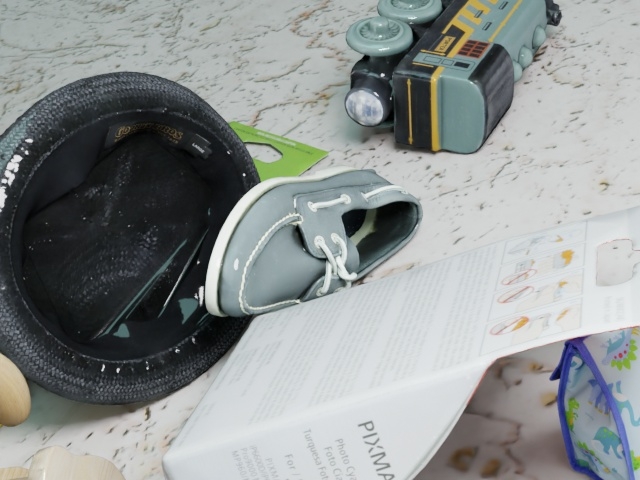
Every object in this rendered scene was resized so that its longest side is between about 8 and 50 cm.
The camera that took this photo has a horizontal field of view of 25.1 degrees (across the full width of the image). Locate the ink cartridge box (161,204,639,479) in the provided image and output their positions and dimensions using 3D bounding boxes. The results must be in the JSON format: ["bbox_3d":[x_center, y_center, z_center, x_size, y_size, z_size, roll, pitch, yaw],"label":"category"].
[{"bbox_3d":[0.098,0.094,1.117,0.384,0.091,0.308,-17,12,15],"label":"ink cartridge box"}]

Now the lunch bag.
[{"bbox_3d":[0.250,0.105,1.105,0.128,0.151,0.096,-31,35,-22],"label":"lunch bag"}]

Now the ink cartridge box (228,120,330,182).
[{"bbox_3d":[-0.149,-0.093,1.642,0.255,0.097,0.188,-37,38,-29],"label":"ink cartridge box"}]

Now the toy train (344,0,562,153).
[{"bbox_3d":[0.157,-0.224,1.689,0.190,0.142,0.334,15,40,22],"label":"toy train"}]

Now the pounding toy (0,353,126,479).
[{"bbox_3d":[-0.227,0.229,1.017,0.154,0.154,0.270,-11,51,16],"label":"pounding toy"}]

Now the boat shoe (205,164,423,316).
[{"bbox_3d":[0.000,0.000,1.371,0.099,0.116,0.319,16,22,23],"label":"boat shoe"}]

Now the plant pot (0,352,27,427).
[{"bbox_3d":[-0.439,0.075,1.374,0.254,0.239,0.254,-12,32,8],"label":"plant pot"}]

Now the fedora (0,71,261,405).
[{"bbox_3d":[-0.212,0.003,1.387,0.334,0.334,0.152,-40,16,-33],"label":"fedora"}]
